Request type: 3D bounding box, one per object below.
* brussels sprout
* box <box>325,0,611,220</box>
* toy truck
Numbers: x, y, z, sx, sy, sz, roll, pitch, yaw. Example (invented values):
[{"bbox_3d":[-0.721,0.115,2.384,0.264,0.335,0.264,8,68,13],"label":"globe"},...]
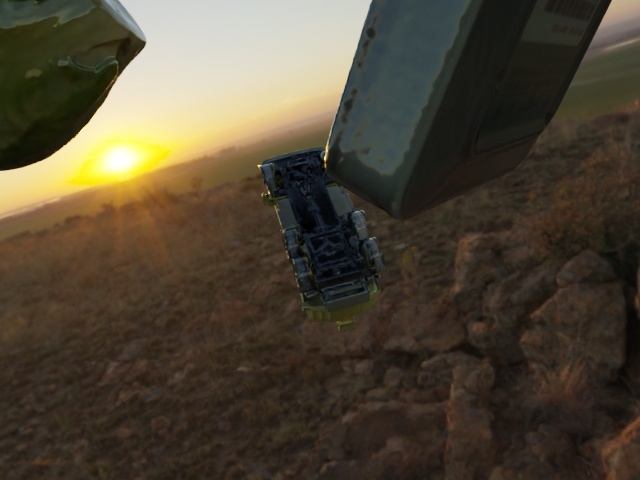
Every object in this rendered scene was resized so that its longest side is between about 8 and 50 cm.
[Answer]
[{"bbox_3d":[-0.326,-0.193,0.654,0.271,0.210,0.219,-22,45,5],"label":"brussels sprout"},{"bbox_3d":[0.182,-0.228,0.567,0.111,0.397,0.396,31,29,24],"label":"box"},{"bbox_3d":[0.000,0.000,0.923,0.124,0.157,0.272,-14,52,-9],"label":"toy truck"}]
